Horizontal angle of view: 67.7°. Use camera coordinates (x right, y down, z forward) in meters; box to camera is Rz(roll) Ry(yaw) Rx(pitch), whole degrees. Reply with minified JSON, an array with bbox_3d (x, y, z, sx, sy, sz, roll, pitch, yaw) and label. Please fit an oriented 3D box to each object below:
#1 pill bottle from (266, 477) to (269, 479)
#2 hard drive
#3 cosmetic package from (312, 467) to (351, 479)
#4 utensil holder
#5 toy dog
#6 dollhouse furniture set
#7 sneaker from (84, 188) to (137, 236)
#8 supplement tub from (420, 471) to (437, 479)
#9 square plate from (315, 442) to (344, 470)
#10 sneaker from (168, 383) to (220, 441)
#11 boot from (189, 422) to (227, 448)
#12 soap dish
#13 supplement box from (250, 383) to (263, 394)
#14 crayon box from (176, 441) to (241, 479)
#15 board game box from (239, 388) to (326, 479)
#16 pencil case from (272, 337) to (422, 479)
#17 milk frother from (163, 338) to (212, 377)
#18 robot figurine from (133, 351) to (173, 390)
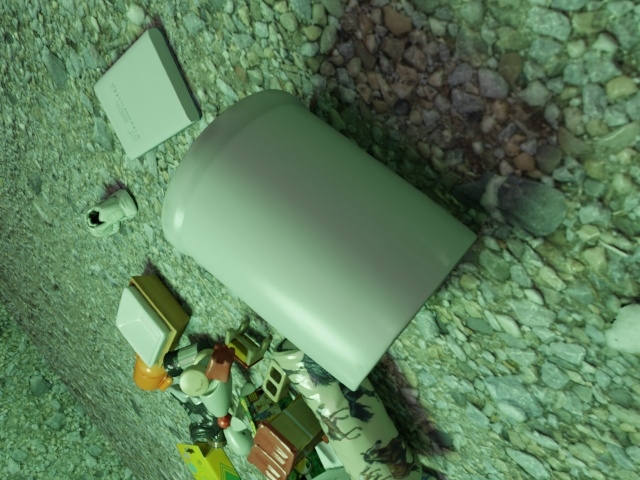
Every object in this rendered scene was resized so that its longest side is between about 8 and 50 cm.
[{"bbox_3d":[-0.131,0.628,1.391,0.108,0.108,0.193,64,159,-8],"label":"pill bottle"},{"bbox_3d":[-0.426,-0.336,1.150,0.319,0.040,0.210,-12,106,45],"label":"hard drive"},{"bbox_3d":[0.119,0.768,1.171,0.385,0.156,0.217,54,137,4],"label":"cosmetic package"},{"bbox_3d":[0.000,0.000,0.776,0.385,0.328,0.327,39,134,14],"label":"utensil holder"},{"bbox_3d":[-0.253,0.443,1.373,0.161,0.220,0.333,-26,121,7],"label":"toy dog"},{"bbox_3d":[-0.149,0.396,1.200,0.374,0.201,0.152,35,124,25],"label":"dollhouse furniture set"},{"bbox_3d":[-0.680,-0.071,1.480,0.292,0.118,0.110,-24,99,48],"label":"sneaker"},{"bbox_3d":[0.211,0.564,1.107,0.107,0.071,0.070,9,120,37],"label":"supplement tub"},{"bbox_3d":[0.062,0.651,1.307,0.347,0.049,0.343,32,131,23],"label":"square plate"},{"bbox_3d":[-0.432,0.591,1.629,0.269,0.101,0.152,10,91,34],"label":"sneaker"},{"bbox_3d":[-0.407,0.661,1.727,0.219,0.082,0.106,2,94,45],"label":"boot"},{"bbox_3d":[-0.548,0.263,1.558,0.229,0.118,0.290,47,136,11],"label":"soap dish"},{"bbox_3d":[-0.154,0.434,1.340,0.055,0.083,0.043,-16,102,45],"label":"supplement box"},{"bbox_3d":[-0.414,0.899,1.850,0.202,0.081,0.318,-21,100,46],"label":"crayon box"},{"bbox_3d":[-0.099,0.508,1.248,0.030,0.136,0.259,-50,61,42],"label":"board game box"},{"bbox_3d":[0.056,0.365,1.058,0.410,0.160,0.183,59,162,-3],"label":"pencil case"},{"bbox_3d":[-0.398,0.378,1.523,0.135,0.143,0.129,-22,104,17],"label":"milk frother"},{"bbox_3d":[-0.601,0.458,1.720,0.219,0.128,0.158,120,145,-44],"label":"robot figurine"}]
